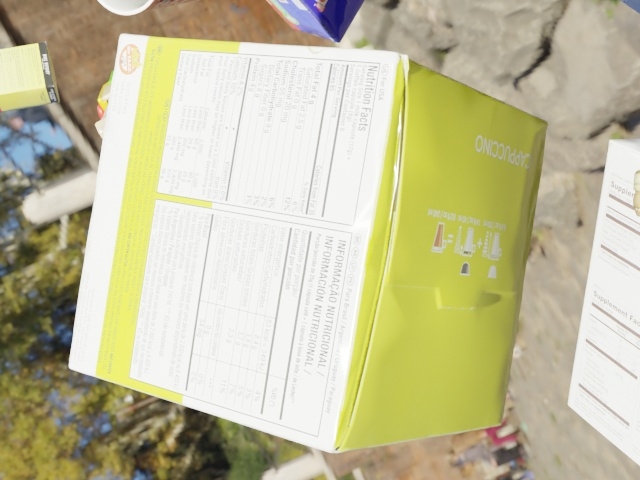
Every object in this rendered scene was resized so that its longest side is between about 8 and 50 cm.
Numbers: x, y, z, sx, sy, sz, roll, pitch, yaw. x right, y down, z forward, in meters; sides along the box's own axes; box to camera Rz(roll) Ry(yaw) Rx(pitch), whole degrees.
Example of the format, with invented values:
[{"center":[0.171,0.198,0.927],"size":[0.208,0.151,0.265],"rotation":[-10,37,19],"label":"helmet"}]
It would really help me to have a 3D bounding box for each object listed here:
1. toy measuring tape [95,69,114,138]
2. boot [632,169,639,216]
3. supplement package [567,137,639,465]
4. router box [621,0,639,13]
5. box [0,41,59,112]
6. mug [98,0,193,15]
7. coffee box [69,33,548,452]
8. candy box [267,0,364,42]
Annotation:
[{"center":[-0.236,-0.158,1.369],"size":[0.330,0.121,0.121],"rotation":[-106,-6,-67],"label":"toy measuring tape"},{"center":[0.312,0.064,0.660],"size":[0.095,0.261,0.204],"rotation":[-20,-57,-71],"label":"boot"},{"center":[0.365,0.059,0.889],"size":[0.198,0.199,0.263],"rotation":[-138,46,-58],"label":"supplement package"},{"center":[0.583,-0.397,1.412],"size":[0.335,0.082,0.301],"rotation":[42,140,22],"label":"router box"},{"center":[-0.524,-0.237,1.588],"size":[0.058,0.232,0.087],"rotation":[103,153,-67],"label":"box"},{"center":[-0.170,-0.339,1.197],"size":[0.113,0.150,0.169],"rotation":[28,-154,21],"label":"mug"},{"center":[0.000,0.000,1.058],"size":[0.337,0.334,0.338],"rotation":[8,-88,-56],"label":"coffee box"},{"center":[0.003,-0.517,1.610],"size":[0.122,0.317,0.268],"rotation":[23,169,39],"label":"candy box"}]
